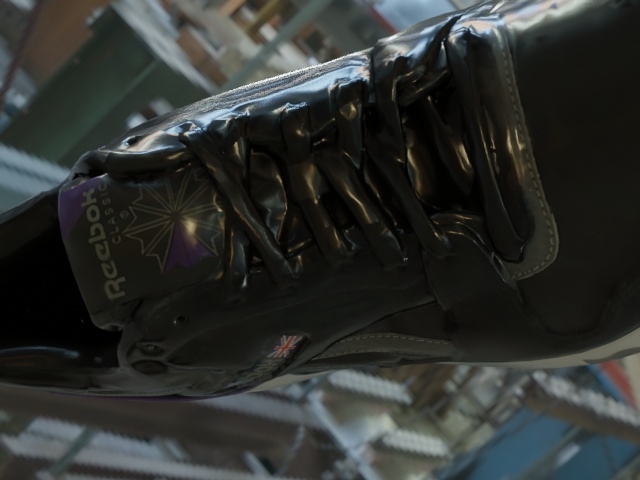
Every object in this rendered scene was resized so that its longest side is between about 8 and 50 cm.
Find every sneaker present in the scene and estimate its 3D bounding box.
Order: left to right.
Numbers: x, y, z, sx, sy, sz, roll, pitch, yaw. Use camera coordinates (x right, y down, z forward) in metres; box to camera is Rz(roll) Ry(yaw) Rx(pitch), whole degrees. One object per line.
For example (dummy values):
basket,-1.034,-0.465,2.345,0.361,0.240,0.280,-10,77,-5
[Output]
sneaker,0.000,0.000,0.425,0.124,0.283,0.107,-7,78,-46
